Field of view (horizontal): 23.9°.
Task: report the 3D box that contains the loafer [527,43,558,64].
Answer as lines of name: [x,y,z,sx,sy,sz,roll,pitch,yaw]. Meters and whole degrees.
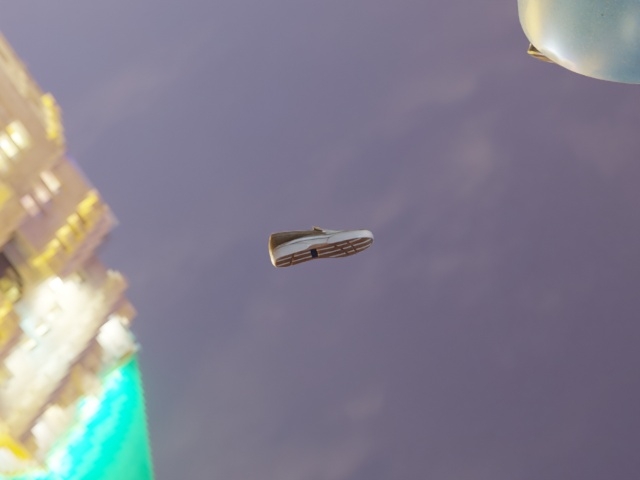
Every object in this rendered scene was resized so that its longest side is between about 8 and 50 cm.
loafer: [0.352,-0.275,2.056,0.170,0.062,0.061,2,-101,51]

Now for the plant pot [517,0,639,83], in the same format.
plant pot: [0.326,-0.315,1.448,0.290,0.195,0.290,-8,-137,7]

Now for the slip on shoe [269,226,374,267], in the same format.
slip on shoe: [0.000,0.000,1.955,0.135,0.051,0.041,-13,-119,-2]
